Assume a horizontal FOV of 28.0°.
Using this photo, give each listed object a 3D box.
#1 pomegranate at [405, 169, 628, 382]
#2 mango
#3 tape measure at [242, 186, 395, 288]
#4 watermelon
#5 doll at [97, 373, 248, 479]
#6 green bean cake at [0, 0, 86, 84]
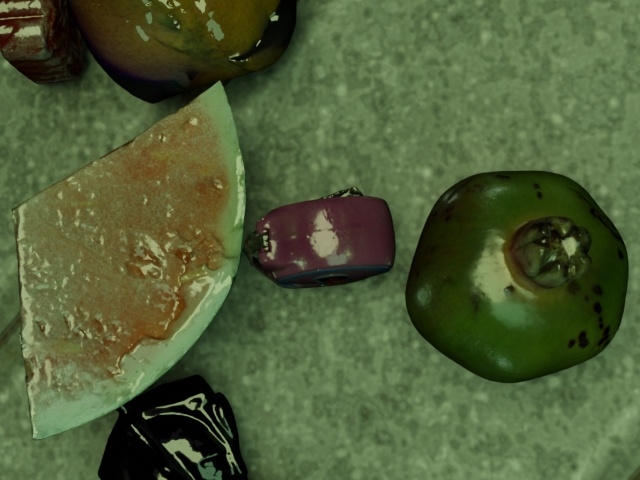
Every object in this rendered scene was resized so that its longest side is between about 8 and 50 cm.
[{"bbox_3d":[0.159,0.025,0.999,0.180,0.209,0.179,1,83,-6],"label":"pomegranate"},{"bbox_3d":[-0.128,-0.267,1.107,0.201,0.153,0.287,1,83,-35],"label":"mango"},{"bbox_3d":[0.000,0.000,1.077,0.125,0.118,0.074,-9,83,5],"label":"tape measure"},{"bbox_3d":[-0.168,0.003,1.073,0.260,0.176,0.256,-26,51,-13],"label":"watermelon"},{"bbox_3d":[-0.096,0.212,1.085,0.249,0.088,0.127,42,69,4],"label":"doll"},{"bbox_3d":[-0.245,-0.214,1.137,0.056,0.135,0.135,-6,85,2],"label":"green bean cake"}]
